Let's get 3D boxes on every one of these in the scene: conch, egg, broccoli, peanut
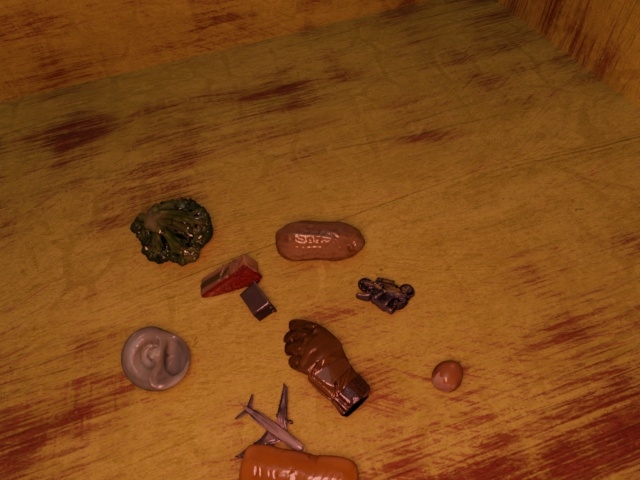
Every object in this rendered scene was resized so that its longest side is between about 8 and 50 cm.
[{"bbox_3d":[-0.490,0.358,1.220,0.184,0.121,0.221,-32,61,-15],"label":"conch"},{"bbox_3d":[0.361,0.381,1.148,0.080,0.080,0.096,29,48,23],"label":"egg"},{"bbox_3d":[-0.526,-0.041,1.450,0.294,0.245,0.265,-19,71,21],"label":"broccoli"},{"bbox_3d":[0.000,0.000,1.423,0.312,0.152,0.152,-2,54,5],"label":"peanut"}]

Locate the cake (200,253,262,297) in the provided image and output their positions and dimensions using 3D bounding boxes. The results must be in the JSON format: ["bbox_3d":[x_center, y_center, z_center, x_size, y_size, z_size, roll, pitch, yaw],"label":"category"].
[{"bbox_3d":[-0.302,0.135,1.415,0.220,0.116,0.086,-34,48,22],"label":"cake"}]

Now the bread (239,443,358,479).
[{"bbox_3d":[-0.058,0.599,1.005,0.304,0.091,0.142,4,76,9],"label":"bread"}]

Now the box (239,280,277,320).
[{"bbox_3d":[-0.207,0.202,1.333,0.069,0.084,0.122,-36,57,-11],"label":"box"}]

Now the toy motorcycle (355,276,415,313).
[{"bbox_3d":[0.211,0.182,1.317,0.193,0.061,0.124,9,48,2],"label":"toy motorcycle"}]

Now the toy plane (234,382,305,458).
[{"bbox_3d":[-0.134,0.511,1.113,0.226,0.058,0.226,28,64,18],"label":"toy plane"}]

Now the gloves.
[{"bbox_3d":[0.003,0.345,1.170,0.154,0.141,0.331,-36,59,-18],"label":"gloves"}]
